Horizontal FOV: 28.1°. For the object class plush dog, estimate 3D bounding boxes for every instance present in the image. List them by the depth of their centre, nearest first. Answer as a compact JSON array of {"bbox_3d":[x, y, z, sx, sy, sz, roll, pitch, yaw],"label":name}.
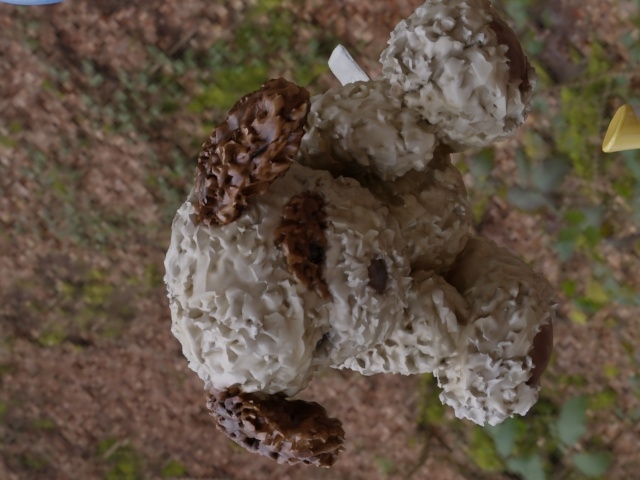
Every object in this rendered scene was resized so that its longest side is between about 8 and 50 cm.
[{"bbox_3d":[0.000,0.000,0.739,0.211,0.225,0.262,6,112,37],"label":"plush dog"}]

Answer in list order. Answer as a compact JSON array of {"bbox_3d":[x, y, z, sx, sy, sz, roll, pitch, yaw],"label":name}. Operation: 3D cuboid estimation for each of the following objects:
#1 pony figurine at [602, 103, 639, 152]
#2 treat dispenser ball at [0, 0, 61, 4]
[{"bbox_3d":[0.493,-0.151,1.224,0.364,0.351,0.303,24,156,-1],"label":"pony figurine"},{"bbox_3d":[-0.313,-0.397,1.361,0.288,0.288,0.288,45,177,3],"label":"treat dispenser ball"}]
